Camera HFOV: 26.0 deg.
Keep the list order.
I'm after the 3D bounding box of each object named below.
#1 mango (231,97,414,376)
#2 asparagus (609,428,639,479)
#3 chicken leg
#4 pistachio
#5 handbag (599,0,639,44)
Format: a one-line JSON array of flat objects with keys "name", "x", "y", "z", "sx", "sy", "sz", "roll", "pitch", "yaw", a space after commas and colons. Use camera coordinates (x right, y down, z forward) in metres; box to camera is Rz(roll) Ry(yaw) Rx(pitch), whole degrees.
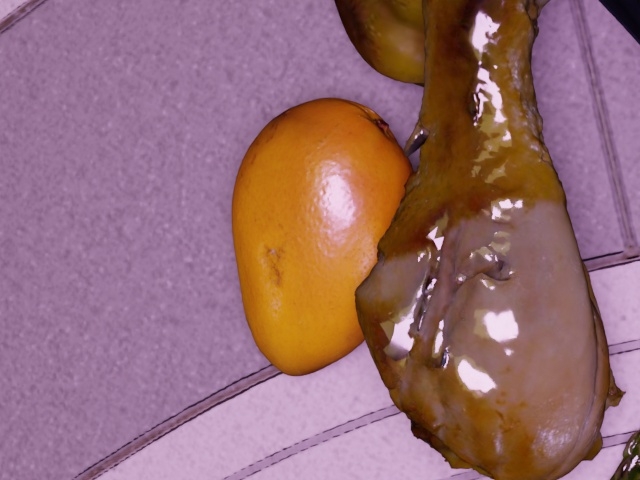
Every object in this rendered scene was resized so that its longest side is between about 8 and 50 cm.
[{"name": "mango", "x": 0.000, "y": 0.000, "z": 1.069, "sx": 0.144, "sy": 0.112, "sz": 0.219, "roll": 12, "pitch": 100, "yaw": 15}, {"name": "asparagus", "x": 0.215, "y": 0.214, "z": 1.031, "sx": 0.034, "sy": 0.027, "sz": 0.236, "roll": 24, "pitch": 92, "yaw": 11}, {"name": "chicken leg", "x": 0.123, "y": -0.030, "z": 0.978, "sx": 0.201, "sy": 0.153, "sz": 0.430, "roll": -1, "pitch": 94, "yaw": -3}, {"name": "pistachio", "x": 0.069, "y": -0.193, "z": 1.063, "sx": 0.100, "sy": 0.110, "sz": 0.189, "roll": -19, "pitch": 79, "yaw": -19}, {"name": "handbag", "x": 0.284, "y": -0.146, "z": 0.915, "sx": 0.118, "sy": 0.269, "sz": 0.326, "roll": -43, "pitch": 77, "yaw": 7}]
